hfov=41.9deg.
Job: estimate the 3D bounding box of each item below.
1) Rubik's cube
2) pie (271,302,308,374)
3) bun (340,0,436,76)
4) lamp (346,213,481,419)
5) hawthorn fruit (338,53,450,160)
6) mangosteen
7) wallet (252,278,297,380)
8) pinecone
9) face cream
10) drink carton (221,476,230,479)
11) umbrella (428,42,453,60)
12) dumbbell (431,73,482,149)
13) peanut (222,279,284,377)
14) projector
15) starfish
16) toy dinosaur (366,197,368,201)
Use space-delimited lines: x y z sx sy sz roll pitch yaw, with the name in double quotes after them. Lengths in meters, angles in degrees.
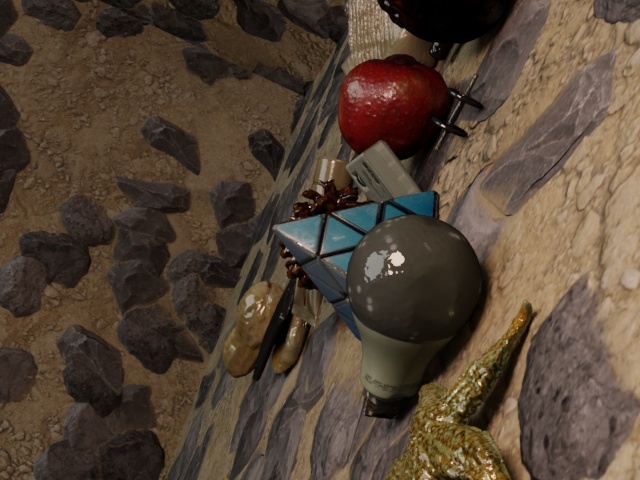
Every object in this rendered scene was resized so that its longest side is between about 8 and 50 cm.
0.092 0.049 1.417 0.233 0.229 0.228 -18 82 26 "Rubik's cube"
-0.074 0.239 2.041 0.218 0.052 0.185 143 143 -73 "pie"
0.182 -0.480 1.915 0.281 0.205 0.281 20 114 53 "bun"
0.099 0.113 1.145 0.182 0.182 0.314 -101 34 -71 "lamp"
0.127 -0.239 1.669 0.230 0.210 0.266 -65 0 -68 "hawthorn fruit"
0.234 -0.524 1.533 0.297 0.297 0.313 -100 32 -71 "mangosteen"
-0.113 0.217 2.065 0.285 0.030 0.146 115 175 -46 "wallet"
0.029 -0.008 1.580 0.221 0.221 0.221 -156 90 -79 "pinecone"
0.000 0.000 1.733 0.137 0.084 0.341 20 98 66 "face cream"
-0.199 0.594 1.827 0.074 0.084 0.200 -43 10 -2 "drink carton"
0.316 -0.521 1.700 0.067 0.073 0.337 -14 -40 -55 "umbrella"
0.238 -0.224 1.462 0.069 0.069 0.147 -98 33 -70 "dumbbell"
-0.187 0.254 2.336 0.149 0.149 0.313 -84 21 -58 "peanut"
0.125 -0.107 1.565 0.061 0.147 0.115 -37 3 -18 "projector"
0.136 0.254 0.974 0.347 0.078 0.358 -83 19 -47 "starfish"
0.063 0.004 1.804 0.162 0.077 0.294 126 165 -49 "toy dinosaur"
